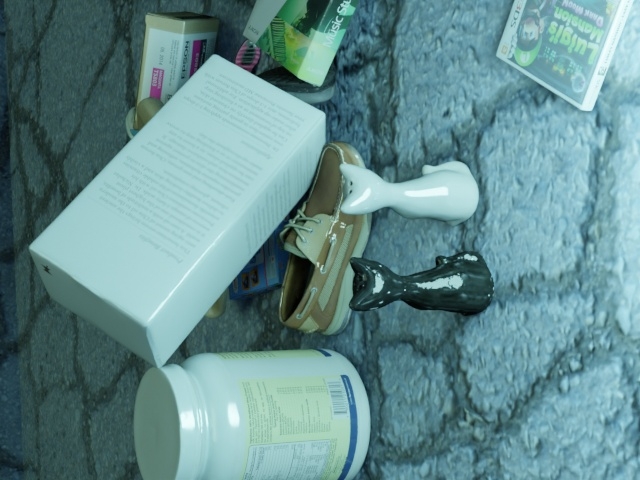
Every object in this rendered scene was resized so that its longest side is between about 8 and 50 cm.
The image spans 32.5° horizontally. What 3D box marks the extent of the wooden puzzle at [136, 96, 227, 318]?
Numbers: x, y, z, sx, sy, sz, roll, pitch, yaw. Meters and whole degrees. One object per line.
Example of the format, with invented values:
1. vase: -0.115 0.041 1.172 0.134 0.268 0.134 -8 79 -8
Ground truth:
1. wooden puzzle: -0.238 -0.060 2.039 0.322 0.080 0.348 56 155 20

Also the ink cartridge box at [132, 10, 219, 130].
1. ink cartridge box: -0.290 -0.339 2.217 0.193 0.088 0.234 -42 -36 -70

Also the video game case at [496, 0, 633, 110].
1. video game case: 0.302 -0.276 1.361 0.190 0.022 0.173 47 129 50

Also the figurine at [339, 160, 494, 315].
1. figurine: 0.117 -0.005 1.483 0.092 0.209 0.215 -29 64 56

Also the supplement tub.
1. supplement tub: -0.111 0.293 1.751 0.235 0.325 0.235 -4 86 60

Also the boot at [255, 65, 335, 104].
1. boot: -0.087 -0.187 1.948 0.338 0.118 0.222 0 112 42

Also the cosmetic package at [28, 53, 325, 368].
1. cosmetic package: -0.207 -0.054 1.720 0.230 0.453 0.161 31 153 18

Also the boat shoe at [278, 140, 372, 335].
1. boat shoe: 0.000 0.000 1.776 0.123 0.116 0.324 21 107 58

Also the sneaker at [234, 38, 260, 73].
1. sneaker: -0.151 -0.339 2.128 0.057 0.047 0.119 -117 40 -57

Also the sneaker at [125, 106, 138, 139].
1. sneaker: -0.364 -0.234 2.457 0.228 0.087 0.092 55 128 35

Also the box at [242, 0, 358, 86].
1. box: -0.005 -0.442 1.806 0.232 0.058 0.322 45 117 51

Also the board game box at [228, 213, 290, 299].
1. board game box: -0.117 0.019 2.057 0.211 0.039 0.160 -20 72 58
